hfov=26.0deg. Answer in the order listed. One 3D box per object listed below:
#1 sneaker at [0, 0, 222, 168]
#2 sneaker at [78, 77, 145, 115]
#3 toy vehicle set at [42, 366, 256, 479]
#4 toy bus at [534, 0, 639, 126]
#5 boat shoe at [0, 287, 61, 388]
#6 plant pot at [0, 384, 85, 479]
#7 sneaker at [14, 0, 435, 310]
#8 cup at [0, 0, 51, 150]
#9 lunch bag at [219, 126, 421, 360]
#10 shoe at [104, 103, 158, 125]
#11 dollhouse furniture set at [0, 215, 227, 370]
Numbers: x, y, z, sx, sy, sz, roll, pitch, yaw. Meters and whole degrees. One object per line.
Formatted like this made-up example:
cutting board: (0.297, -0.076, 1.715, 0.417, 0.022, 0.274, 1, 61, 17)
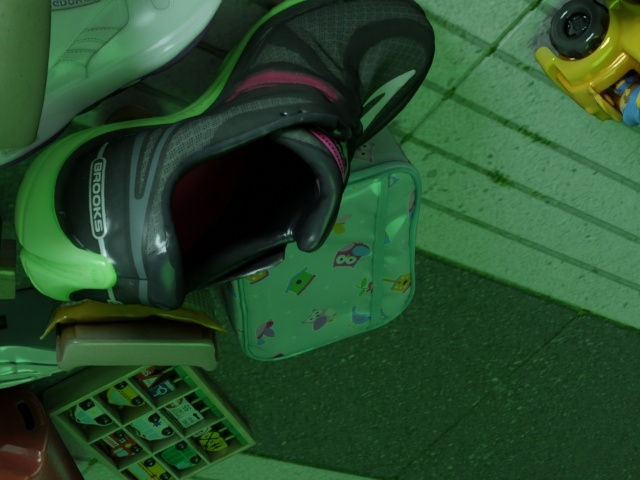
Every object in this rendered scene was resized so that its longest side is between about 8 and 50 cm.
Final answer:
sneaker: (-0.203, -0.188, 1.150, 0.305, 0.114, 0.152, -36, 116, -7)
sneaker: (-0.217, -0.145, 1.258, 0.158, 0.061, 0.065, -21, 169, -4)
toy vehicle set: (-0.203, 0.218, 1.695, 0.166, 0.035, 0.267, -28, 142, 3)
toy bus: (0.359, -0.176, 1.397, 0.220, 0.211, 0.149, -40, 142, 21)
boat shoe: (-0.325, 0.110, 1.468, 0.258, 0.095, 0.084, -2, 142, -12)
plant pot: (-0.370, 0.310, 1.548, 0.273, 0.272, 0.265, -18, 134, -9)
sneaker: (-0.036, -0.069, 1.203, 0.483, 0.202, 0.185, -40, 137, -37)
cup: (-0.317, -0.226, 0.921, 0.331, 0.331, 0.236, 10, 105, -37)
lunch bag: (0.000, 0.000, 1.488, 0.224, 0.107, 0.279, -15, 141, -13)
shoe: (-0.168, -0.060, 1.378, 0.077, 0.058, 0.219, -5, 138, 6)
dollhouse furniture set: (-0.236, 0.008, 1.267, 0.302, 0.197, 0.151, 1, 124, -12)
